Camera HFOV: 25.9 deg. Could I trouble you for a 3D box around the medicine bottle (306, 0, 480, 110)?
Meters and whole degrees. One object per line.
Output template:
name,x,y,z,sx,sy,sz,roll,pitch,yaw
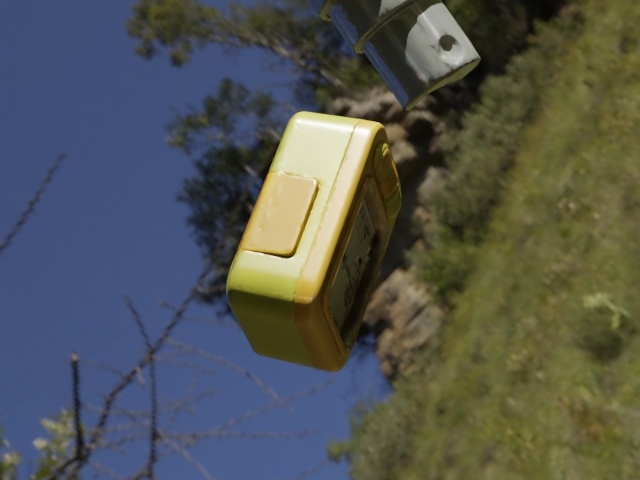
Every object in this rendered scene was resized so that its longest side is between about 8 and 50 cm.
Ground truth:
medicine bottle,-0.037,-0.222,0.704,0.110,0.352,0.110,-33,-4,-3

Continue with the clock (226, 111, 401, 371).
clock,0.000,0.000,1.226,0.143,0.096,0.202,72,-146,-59
